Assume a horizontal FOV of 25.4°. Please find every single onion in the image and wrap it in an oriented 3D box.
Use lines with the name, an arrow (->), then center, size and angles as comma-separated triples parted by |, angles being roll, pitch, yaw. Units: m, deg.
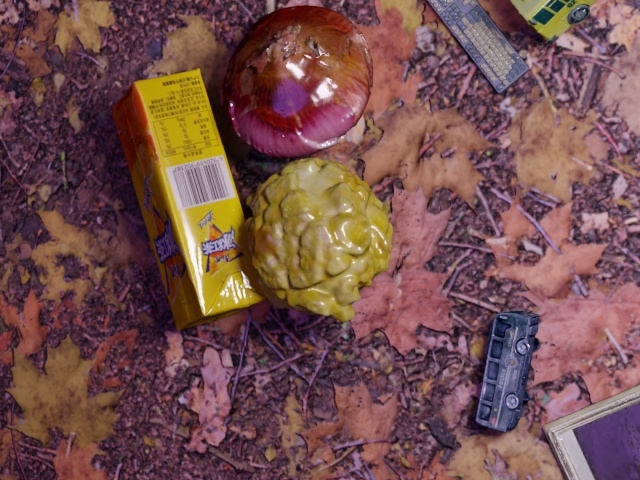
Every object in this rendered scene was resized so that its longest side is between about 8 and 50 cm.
onion -> -0.042, -0.230, 1.972 | 0.229, 0.163, 0.230 | -5, 75, 17

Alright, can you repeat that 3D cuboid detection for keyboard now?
keyboard -> 0.214, -0.285, 1.944 | 0.055, 0.014, 0.176 | -40, 77, 19

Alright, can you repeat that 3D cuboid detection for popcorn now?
popcorn -> -0.010, 0.002, 1.976 | 0.216, 0.181, 0.235 | -9, 84, 28

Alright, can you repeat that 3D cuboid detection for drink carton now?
drink carton -> -0.193, -0.057, 2.068 | 0.154, 0.111, 0.351 | -28, 79, 66

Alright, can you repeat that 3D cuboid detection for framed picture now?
framed picture -> 0.448, 0.337, 1.863 | 0.231, 0.018, 0.293 | -28, 81, 24

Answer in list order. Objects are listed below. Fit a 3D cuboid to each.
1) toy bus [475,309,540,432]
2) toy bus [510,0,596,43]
toy bus -> 0.255, 0.176, 1.931 | 0.065, 0.047, 0.166 | 14, 99, 28
toy bus -> 0.321, -0.348, 1.828 | 0.175, 0.101, 0.088 | -44, 53, 24
